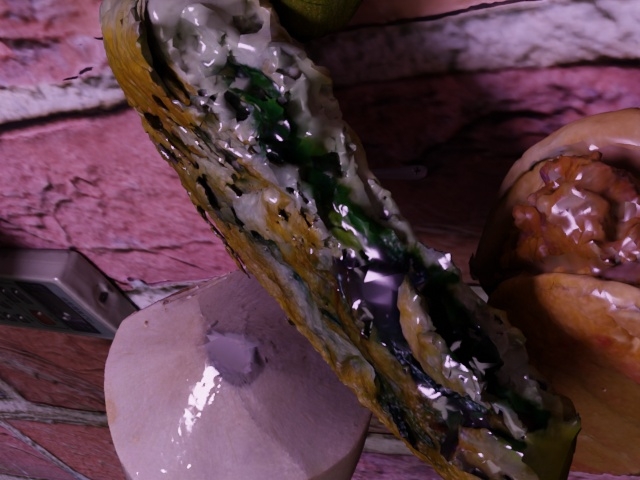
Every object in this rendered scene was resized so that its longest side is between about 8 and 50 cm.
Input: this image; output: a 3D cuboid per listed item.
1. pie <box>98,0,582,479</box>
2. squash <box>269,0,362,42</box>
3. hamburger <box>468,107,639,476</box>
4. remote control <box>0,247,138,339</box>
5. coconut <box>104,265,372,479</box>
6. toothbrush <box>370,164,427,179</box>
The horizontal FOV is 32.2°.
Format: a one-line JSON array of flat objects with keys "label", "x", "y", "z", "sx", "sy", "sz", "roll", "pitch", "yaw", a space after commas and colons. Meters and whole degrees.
[{"label": "pie", "x": 0.000, "y": 0.000, "z": 0.635, "sx": 0.371, "sy": 0.078, "sz": 0.296, "roll": 51, "pitch": 171, "yaw": 8}, {"label": "squash", "x": 0.002, "y": -0.163, "z": 0.510, "sx": 0.066, "sy": 0.066, "sz": 0.252, "roll": 19, "pitch": 152, "yaw": 6}, {"label": "hamburger", "x": 0.169, "y": 0.036, "z": 0.639, "sx": 0.282, "sy": 0.155, "sz": 0.245, "roll": 0, "pitch": 140, "yaw": 46}, {"label": "remote control", "x": -0.320, "y": 0.053, "z": 1.119, "sx": 0.285, "sy": 0.038, "sz": 0.123, "roll": 2, "pitch": 146, "yaw": 32}, {"label": "coconut", "x": -0.064, "y": 0.131, "z": 0.903, "sx": 0.241, "sy": 0.241, "sz": 0.241, "roll": 17, "pitch": 151, "yaw": 10}, {"label": "toothbrush", "x": 0.016, "y": -0.044, "z": 0.758, "sx": 0.131, "sy": 0.011, "sz": 0.013, "roll": -1, "pitch": 165, "yaw": 35}]
